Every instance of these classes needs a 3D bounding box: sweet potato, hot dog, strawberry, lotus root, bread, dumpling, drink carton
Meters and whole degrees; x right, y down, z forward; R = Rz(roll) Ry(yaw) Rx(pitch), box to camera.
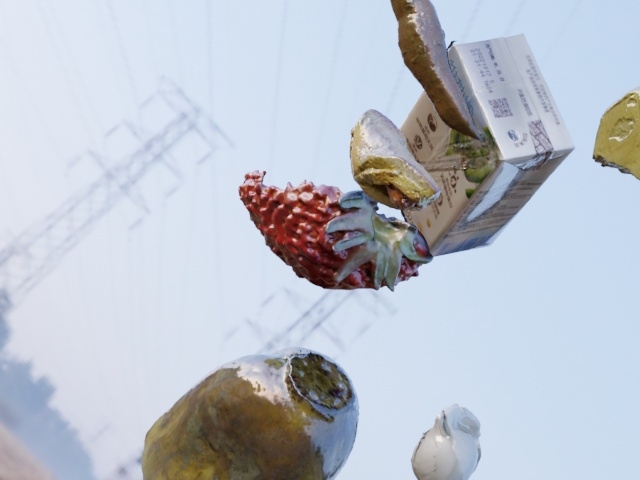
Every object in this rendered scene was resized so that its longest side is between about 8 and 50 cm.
[{"bbox_3d":[0.138,-0.244,1.720,0.067,0.067,0.274,120,-52,-74],"label":"sweet potato"},{"bbox_3d":[0.061,-0.071,1.286,0.078,0.061,0.169,34,16,-29],"label":"hot dog"},{"bbox_3d":[0.000,0.000,1.888,0.233,0.137,0.306,24,-9,-35],"label":"strawberry"},{"bbox_3d":[-0.087,0.285,1.898,0.250,0.250,0.346,47,-52,1],"label":"lotus root"},{"bbox_3d":[0.381,-0.115,1.496,0.086,0.125,0.156,11,19,-24],"label":"bread"},{"bbox_3d":[0.217,0.366,2.229,0.108,0.188,0.127,7,-6,35],"label":"dumpling"},{"bbox_3d":[0.220,-0.128,1.925,0.324,0.132,0.194,121,-47,-60],"label":"drink carton"}]
